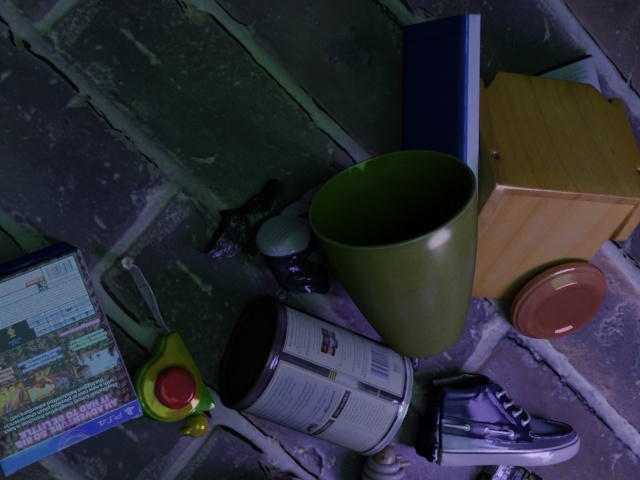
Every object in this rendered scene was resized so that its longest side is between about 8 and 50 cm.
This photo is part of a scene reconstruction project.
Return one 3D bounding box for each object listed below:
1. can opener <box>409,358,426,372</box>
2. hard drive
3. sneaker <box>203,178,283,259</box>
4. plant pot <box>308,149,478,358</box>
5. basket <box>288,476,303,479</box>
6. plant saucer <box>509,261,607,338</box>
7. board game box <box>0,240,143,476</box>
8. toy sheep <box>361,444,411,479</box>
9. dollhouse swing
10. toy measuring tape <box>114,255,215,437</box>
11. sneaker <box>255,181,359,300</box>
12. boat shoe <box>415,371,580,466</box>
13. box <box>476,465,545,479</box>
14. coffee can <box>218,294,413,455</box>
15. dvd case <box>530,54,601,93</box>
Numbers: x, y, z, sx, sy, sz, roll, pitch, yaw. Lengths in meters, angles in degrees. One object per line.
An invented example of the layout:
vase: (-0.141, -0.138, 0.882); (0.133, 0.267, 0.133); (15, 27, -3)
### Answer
can opener: (0.179, 0.155, 1.972); (0.073, 0.059, 0.186); (16, 89, -22)
hard drive: (0.210, -0.226, 1.866); (0.040, 0.210, 0.318); (-2, 96, -24)
sneaker: (-0.132, -0.038, 1.831); (0.089, 0.051, 0.170); (22, 89, -25)
plant pot: (0.149, 0.046, 1.766); (0.275, 0.275, 0.293); (-29, 125, -17)
basket: (0.040, 0.624, 1.819); (0.328, 0.266, 0.331); (22, 99, -23)
plant saucer: (0.463, 0.125, 2.037); (0.200, 0.037, 0.200); (-11, 135, -11)
board game box: (-0.450, 0.179, 1.673); (0.232, 0.141, 0.291); (-22, 103, -19)
toy sheep: (0.118, 0.442, 1.962); (0.091, 0.091, 0.132); (0, 101, -22)
dollhouse swing: (0.376, -0.092, 1.988); (0.347, 0.305, 0.315); (3, 63, -25)
toy measuring tape: (-0.287, 0.192, 1.762); (0.121, 0.121, 0.330); (-30, 97, -17)
sneaker: (0.000, 0.000, 1.869); (0.269, 0.101, 0.153); (-33, 129, -35)
boat shoe: (0.351, 0.337, 2.020); (0.341, 0.127, 0.158); (0, 102, -22)
box: (0.372, 0.539, 2.096); (0.184, 0.045, 0.190); (35, 81, -23)
coffee can: (-0.009, 0.236, 1.826); (0.275, 0.201, 0.201); (24, 86, -22)
dvd case: (0.488, -0.219, 2.083); (0.180, 0.022, 0.253); (-22, 103, -19)
